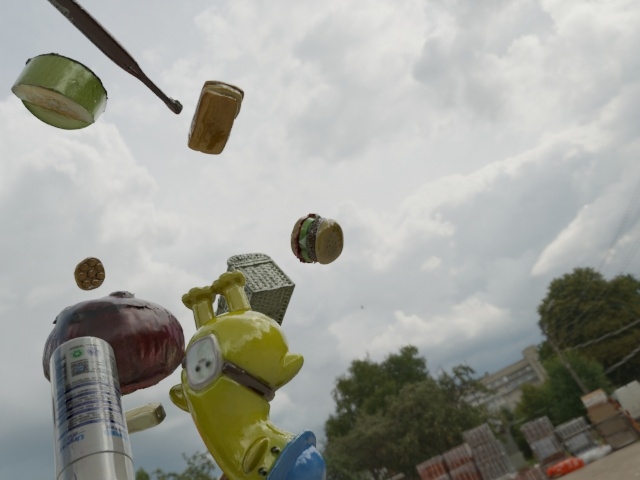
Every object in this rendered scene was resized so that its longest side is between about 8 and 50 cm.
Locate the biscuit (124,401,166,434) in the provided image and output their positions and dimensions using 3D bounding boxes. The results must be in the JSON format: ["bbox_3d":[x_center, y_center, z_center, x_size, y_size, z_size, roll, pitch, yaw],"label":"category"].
[{"bbox_3d":[-0.459,0.429,1.238,0.188,0.052,0.056,-18,5,3],"label":"biscuit"}]

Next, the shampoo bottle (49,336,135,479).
[{"bbox_3d":[-0.298,0.260,0.695,0.092,0.303,0.092,-16,-50,-19],"label":"shampoo bottle"}]

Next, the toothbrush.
[{"bbox_3d":[-0.395,-0.367,0.980,0.041,0.040,0.364,-36,-60,18],"label":"toothbrush"}]

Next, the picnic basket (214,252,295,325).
[{"bbox_3d":[-0.179,0.148,1.357,0.134,0.154,0.196,-10,-49,-38],"label":"picnic basket"}]

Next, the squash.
[{"bbox_3d":[-0.674,-0.359,1.374,0.220,0.133,0.220,2,-33,1],"label":"squash"}]

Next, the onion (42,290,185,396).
[{"bbox_3d":[-0.371,0.186,0.965,0.247,0.190,0.246,-1,-7,0],"label":"onion"}]

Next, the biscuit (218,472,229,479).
[{"bbox_3d":[-0.128,0.478,0.990,0.028,0.142,0.220,100,-164,-50],"label":"biscuit"}]

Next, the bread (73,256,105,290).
[{"bbox_3d":[-0.716,0.104,1.653,0.025,0.109,0.110,-2,-17,27],"label":"bread"}]

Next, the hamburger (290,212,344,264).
[{"bbox_3d":[0.002,-0.002,1.668,0.137,0.175,0.175,10,-11,31],"label":"hamburger"}]

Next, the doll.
[{"bbox_3d":[-0.110,0.217,0.742,0.200,0.362,0.145,-26,-33,3],"label":"doll"}]

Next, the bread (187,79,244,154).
[{"bbox_3d":[-0.281,-0.326,1.427,0.116,0.077,0.200,12,-56,-25],"label":"bread"}]
